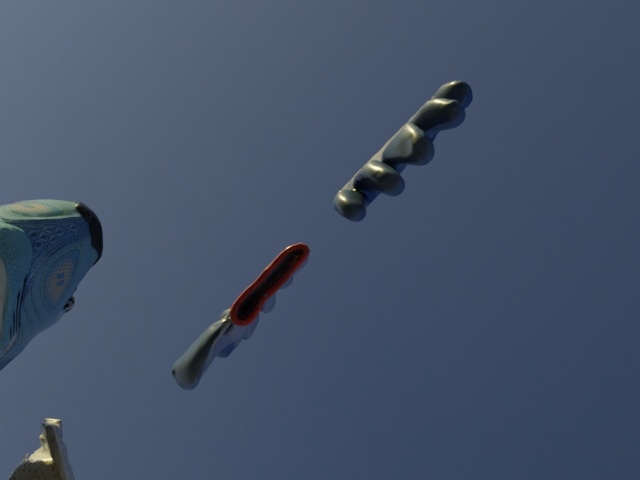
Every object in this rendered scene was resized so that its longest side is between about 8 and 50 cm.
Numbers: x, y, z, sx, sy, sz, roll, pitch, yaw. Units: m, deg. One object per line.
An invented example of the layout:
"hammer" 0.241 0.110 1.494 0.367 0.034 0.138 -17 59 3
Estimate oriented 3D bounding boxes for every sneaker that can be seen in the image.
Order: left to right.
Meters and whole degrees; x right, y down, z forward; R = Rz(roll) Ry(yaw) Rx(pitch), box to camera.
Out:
"sneaker" -0.122 0.026 0.515 0.162 0.073 0.063 -29 -94 58

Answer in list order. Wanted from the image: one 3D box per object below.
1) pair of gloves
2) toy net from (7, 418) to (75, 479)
"pair of gloves" 0.000 0.000 0.691 0.023 0.159 0.198 43 -102 -1
"toy net" -0.091 0.183 0.490 0.122 0.045 0.232 -171 -109 -70
